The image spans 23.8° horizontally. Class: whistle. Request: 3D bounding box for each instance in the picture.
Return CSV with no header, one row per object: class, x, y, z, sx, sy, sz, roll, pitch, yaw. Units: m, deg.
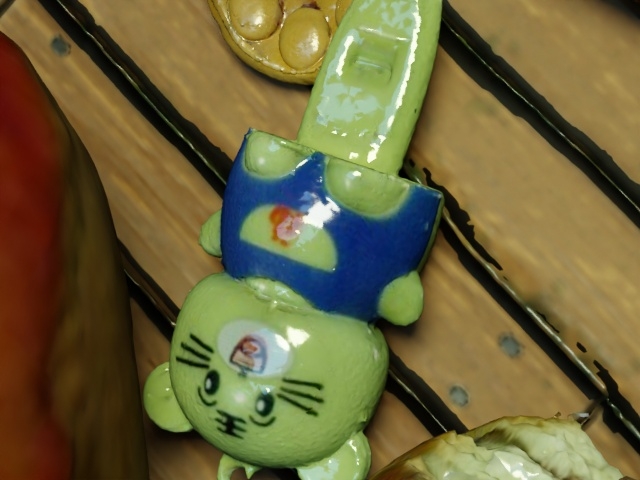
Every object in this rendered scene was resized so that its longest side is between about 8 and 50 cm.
whistle,0.000,0.000,0.631,0.105,0.085,0.227,21,94,18

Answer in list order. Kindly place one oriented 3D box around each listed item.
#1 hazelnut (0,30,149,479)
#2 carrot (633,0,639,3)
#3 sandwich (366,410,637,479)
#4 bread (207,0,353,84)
hazelnut,-0.231,0.077,0.585,0.366,0.366,0.365,-1,86,22
carrot,0.133,-0.121,0.602,0.314,0.066,0.066,36,100,17
sandwich,0.141,0.154,0.524,0.288,0.100,0.254,-38,74,32
bread,-0.004,-0.123,0.673,0.110,0.024,0.110,-1,86,20
